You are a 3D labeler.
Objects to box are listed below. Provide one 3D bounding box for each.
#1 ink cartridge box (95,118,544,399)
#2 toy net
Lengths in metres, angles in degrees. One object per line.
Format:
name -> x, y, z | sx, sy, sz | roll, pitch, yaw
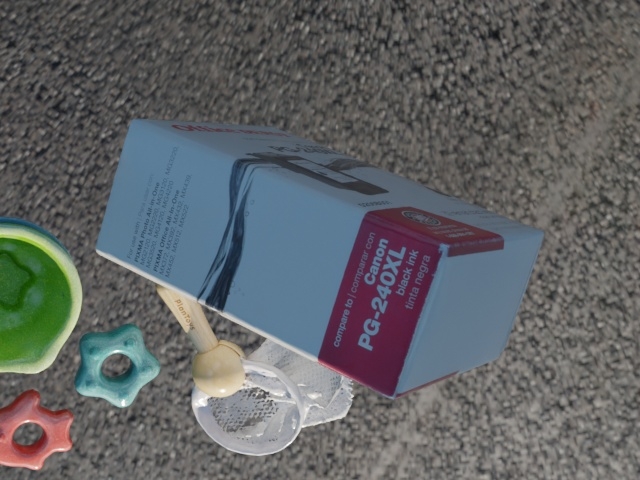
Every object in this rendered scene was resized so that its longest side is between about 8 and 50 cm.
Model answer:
ink cartridge box -> 0.000, 0.000, 0.424 | 0.150, 0.109, 0.063 | 24, 105, 27
toy net -> -0.084, 0.071, 0.489 | 0.232, 0.045, 0.122 | 20, 97, -24
